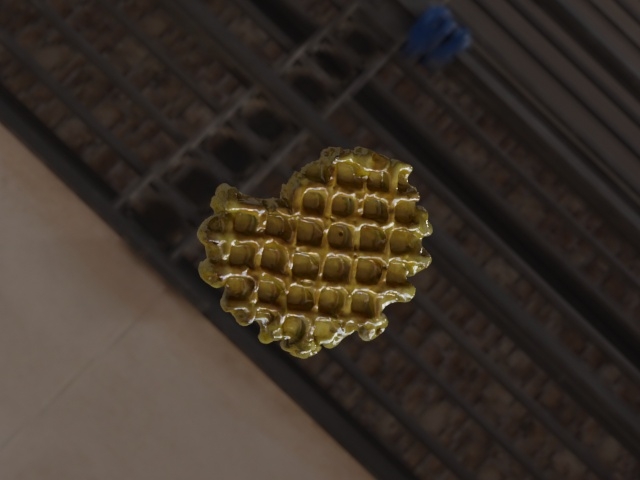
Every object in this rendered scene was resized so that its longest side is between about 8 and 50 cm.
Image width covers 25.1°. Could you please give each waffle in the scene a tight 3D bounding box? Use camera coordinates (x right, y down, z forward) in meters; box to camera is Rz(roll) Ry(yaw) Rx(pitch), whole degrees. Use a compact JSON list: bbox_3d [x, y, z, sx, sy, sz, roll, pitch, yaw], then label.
[{"bbox_3d":[0.000,0.000,1.563,0.253,0.249,0.056,-49,-160,-2],"label":"waffle"}]
